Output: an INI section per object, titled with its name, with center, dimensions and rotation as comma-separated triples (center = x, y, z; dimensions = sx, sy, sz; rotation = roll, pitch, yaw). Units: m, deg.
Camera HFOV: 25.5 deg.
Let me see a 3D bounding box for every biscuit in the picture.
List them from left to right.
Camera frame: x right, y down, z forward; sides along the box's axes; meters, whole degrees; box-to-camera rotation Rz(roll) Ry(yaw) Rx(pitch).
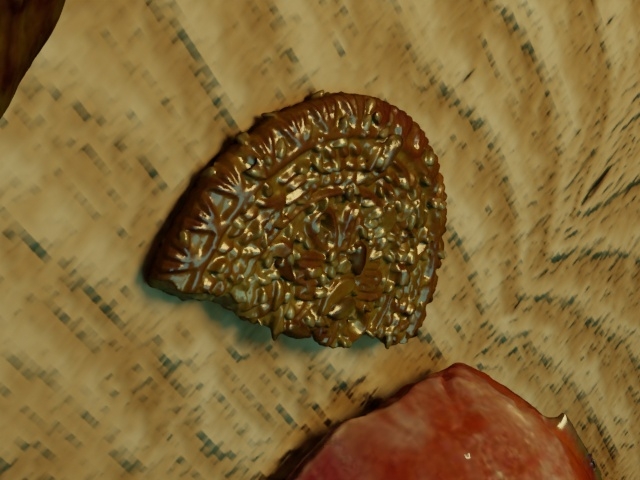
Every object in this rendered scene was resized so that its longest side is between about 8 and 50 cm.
[biscuit]
center = 0.009, -0.009, 0.687
dimensions = 0.206, 0.025, 0.126
rotation = 15, 100, -52

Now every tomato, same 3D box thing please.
[tomato]
center = 0.065, 0.237, 0.780
dimensions = 0.309, 0.170, 0.309
rotation = -27, 128, -39

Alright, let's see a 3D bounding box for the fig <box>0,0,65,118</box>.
[fig]
center = -0.137, -0.082, 0.398
dimensions = 0.153, 0.121, 0.135
rotation = 6, 102, -50
